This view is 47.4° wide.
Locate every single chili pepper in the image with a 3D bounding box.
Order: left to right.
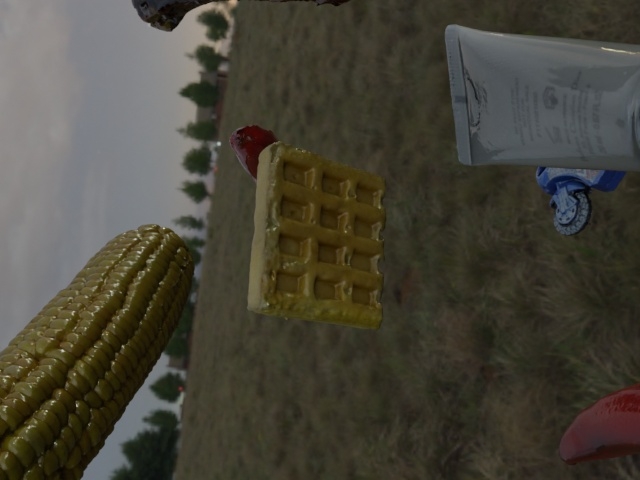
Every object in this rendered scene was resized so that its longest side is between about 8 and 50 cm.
[{"bbox_3d":[-0.124,-0.181,1.641,0.387,0.110,0.110,47,-131,-78],"label":"chili pepper"},{"bbox_3d":[0.354,0.202,0.686,0.368,0.091,0.137,-177,86,-77],"label":"chili pepper"}]

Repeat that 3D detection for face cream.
[{"bbox_3d":[0.210,-0.113,0.613,0.314,0.089,0.143,21,127,55],"label":"face cream"}]

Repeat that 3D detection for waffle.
[{"bbox_3d":[0.000,0.000,1.077,0.055,0.221,0.248,-16,66,51],"label":"waffle"}]

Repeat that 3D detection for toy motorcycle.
[{"bbox_3d":[0.323,-0.109,0.864,0.205,0.076,0.114,-65,29,22],"label":"toy motorcycle"}]

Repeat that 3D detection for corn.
[{"bbox_3d":[-0.170,0.086,0.523,0.313,0.101,0.102,-58,-15,-54],"label":"corn"}]

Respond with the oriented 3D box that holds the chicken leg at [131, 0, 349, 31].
[{"bbox_3d":[-0.001,-0.273,0.591,0.096,0.407,0.158,3,-119,-61],"label":"chicken leg"}]
